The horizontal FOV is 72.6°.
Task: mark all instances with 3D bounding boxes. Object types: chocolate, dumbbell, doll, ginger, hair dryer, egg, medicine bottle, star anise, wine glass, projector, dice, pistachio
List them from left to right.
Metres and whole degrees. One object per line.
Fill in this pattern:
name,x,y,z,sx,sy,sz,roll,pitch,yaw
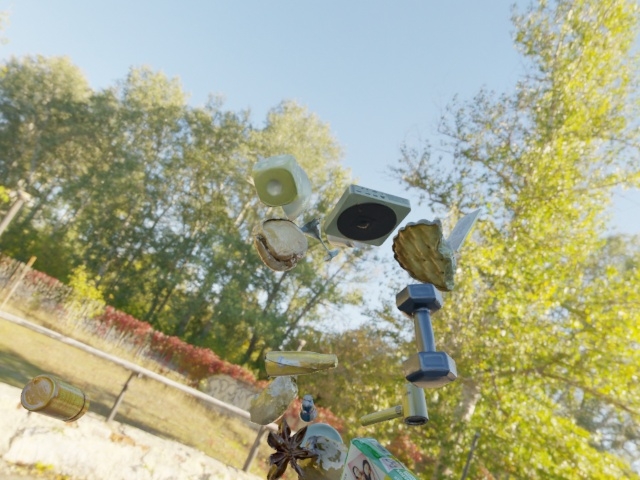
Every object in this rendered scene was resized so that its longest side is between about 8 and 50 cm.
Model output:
medicine bottle,-0.737,0.445,1.219,0.096,0.096,0.192,22,-29,13
ginger,-0.190,0.651,1.780,0.152,0.267,0.138,53,-5,45
dice,-0.169,-0.242,1.756,0.166,0.169,0.169,-10,-64,8
star anise,-0.117,0.723,1.509,0.111,0.212,0.196,-22,-89,62
egg,-0.147,-0.274,2.301,0.337,0.201,0.337,-25,90,-85
chocolate,-0.057,0.371,1.331,0.219,0.086,0.086,-7,-23,8
doll,-0.060,0.794,2.043,0.085,0.114,0.152,8,-56,14
wine glass,0.000,0.000,2.472,0.232,0.156,0.156,56,-26,-15
pistachio,0.031,0.858,1.632,0.260,0.213,0.163,28,-27,-22
medicine bottle,0.126,-0.018,2.090,0.102,0.103,0.186,37,-17,-34
projector,0.175,-0.094,1.668,0.257,0.079,0.259,13,-39,-19
hair dryer,0.276,0.654,1.681,0.278,0.135,0.090,-28,-51,25
dumbbell,0.334,0.300,1.398,0.144,0.325,0.160,18,-41,-20

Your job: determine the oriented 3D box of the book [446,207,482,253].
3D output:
book,0.732,-0.030,2.309,0.020,0.295,0.208,37,-21,-4

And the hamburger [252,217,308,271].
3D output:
hamburger,-0.178,0.006,1.878,0.243,0.286,0.146,33,-56,-22

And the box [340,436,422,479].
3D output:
box,0.176,0.705,1.253,0.103,0.180,0.250,8,9,-38

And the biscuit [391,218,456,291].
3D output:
biscuit,0.454,0.047,1.812,0.329,0.078,0.335,36,-40,16

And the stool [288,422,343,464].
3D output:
stool,-0.014,0.924,1.881,0.195,0.195,0.199,36,-45,21
